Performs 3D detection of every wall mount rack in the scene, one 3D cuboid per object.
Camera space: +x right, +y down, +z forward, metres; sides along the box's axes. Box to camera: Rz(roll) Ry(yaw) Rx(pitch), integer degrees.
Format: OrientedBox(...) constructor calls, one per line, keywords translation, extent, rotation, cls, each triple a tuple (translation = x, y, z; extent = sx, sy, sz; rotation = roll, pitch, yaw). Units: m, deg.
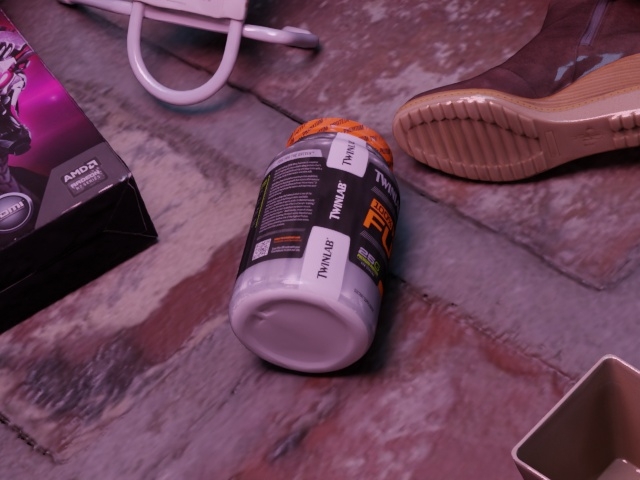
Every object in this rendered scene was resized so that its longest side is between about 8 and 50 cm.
OrientedBox(translation=(-0.133, -0.310, 1.547), extent=(0.304, 0.350, 0.130), rotation=(14, 10, 20), cls="wall mount rack")

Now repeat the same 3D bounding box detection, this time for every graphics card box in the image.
OrientedBox(translation=(-0.333, -0.077, 1.484), extent=(0.233, 0.094, 0.371), rotation=(-30, 50, -12), cls="graphics card box")

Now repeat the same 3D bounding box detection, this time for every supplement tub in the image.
OrientedBox(translation=(0.000, 0.000, 1.319), extent=(0.117, 0.117, 0.190), rotation=(1, 51, 15), cls="supplement tub")

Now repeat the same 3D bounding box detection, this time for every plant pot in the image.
OrientedBox(translation=(0.210, 0.165, 1.137), extent=(0.109, 0.096, 0.109), rotation=(33, 64, 33), cls="plant pot")

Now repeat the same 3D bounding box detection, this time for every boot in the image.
OrientedBox(translation=(0.195, -0.146, 1.439), extent=(0.248, 0.090, 0.207), rotation=(-3, 37, 13), cls="boot")
